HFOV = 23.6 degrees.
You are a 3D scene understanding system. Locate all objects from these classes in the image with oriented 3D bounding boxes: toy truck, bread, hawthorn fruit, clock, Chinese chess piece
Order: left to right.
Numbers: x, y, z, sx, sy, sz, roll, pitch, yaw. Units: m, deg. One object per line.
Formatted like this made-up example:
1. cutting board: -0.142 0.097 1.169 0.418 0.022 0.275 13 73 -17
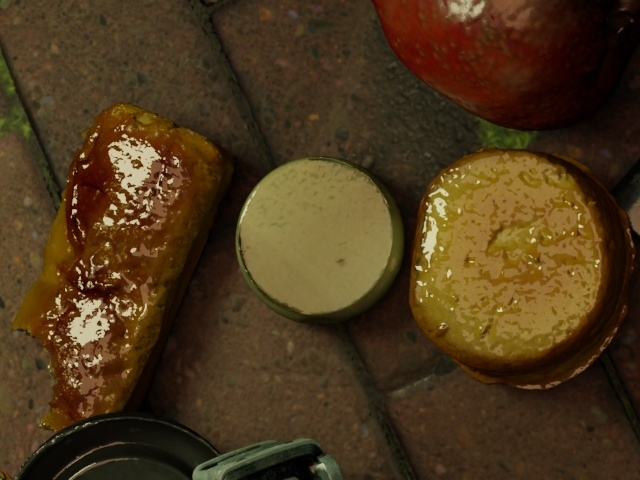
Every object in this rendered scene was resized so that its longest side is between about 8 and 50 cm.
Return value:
1. bread: -0.242 0.038 1.735 0.185 0.109 0.380 22 92 16
2. clock: -0.211 0.321 1.671 0.281 0.055 0.280 -1 96 -6
3. toy truck: -0.039 0.358 1.589 0.136 0.162 0.305 -16 96 -25
4. Chinese chess piece: 0.000 0.000 1.695 0.188 0.083 0.188 -2 81 11
5. hawthorn fruit: 0.164 -0.270 1.596 0.369 0.285 0.284 15 88 24
6. bread: 0.207 0.024 1.603 0.268 0.146 0.268 -1 86 17

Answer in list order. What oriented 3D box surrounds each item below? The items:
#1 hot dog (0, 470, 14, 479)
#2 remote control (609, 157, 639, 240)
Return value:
1. hot dog: -0.412 0.385 1.755 0.104 0.076 0.250 32 90 14
2. remote control: 0.459 -0.146 1.616 0.107 0.044 0.377 42 95 11
